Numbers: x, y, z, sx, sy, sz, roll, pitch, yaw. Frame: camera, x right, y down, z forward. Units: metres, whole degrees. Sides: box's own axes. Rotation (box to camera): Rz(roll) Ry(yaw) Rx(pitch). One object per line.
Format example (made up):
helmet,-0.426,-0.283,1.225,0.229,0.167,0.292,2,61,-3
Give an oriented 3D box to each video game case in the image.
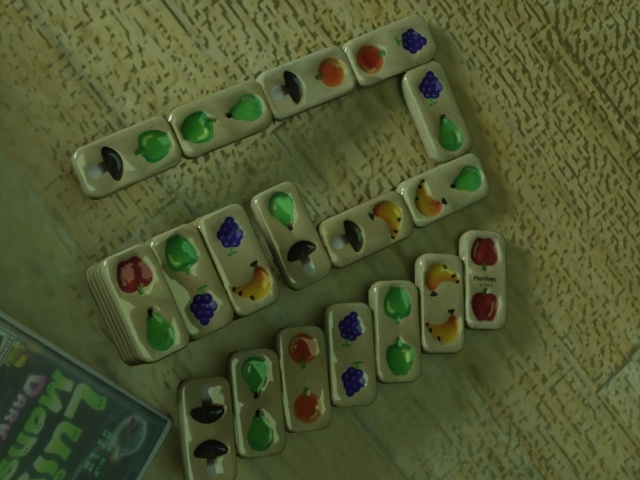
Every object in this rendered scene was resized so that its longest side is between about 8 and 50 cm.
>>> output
video game case,-0.172,0.138,0.705,0.173,0.022,0.190,42,72,-48

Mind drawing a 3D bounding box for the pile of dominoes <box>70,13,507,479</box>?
pile of dominoes,0.000,0.000,0.790,0.251,0.040,0.196,-25,94,-25
